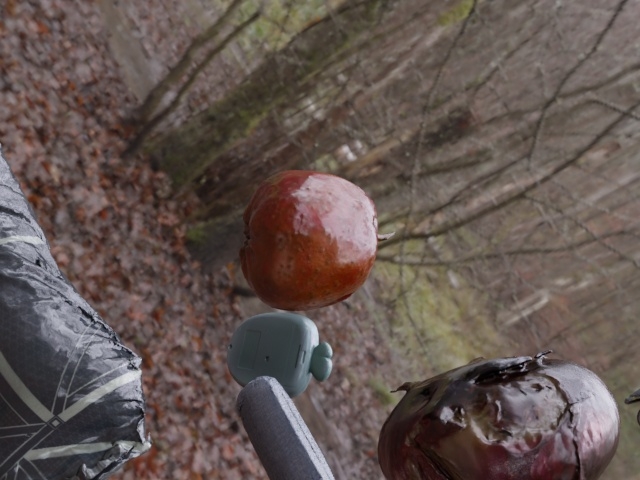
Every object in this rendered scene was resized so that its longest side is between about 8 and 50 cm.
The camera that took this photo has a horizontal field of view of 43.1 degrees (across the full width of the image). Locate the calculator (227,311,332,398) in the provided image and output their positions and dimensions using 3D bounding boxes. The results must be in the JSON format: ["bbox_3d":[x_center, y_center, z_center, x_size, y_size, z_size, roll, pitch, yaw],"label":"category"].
[{"bbox_3d":[-0.094,0.247,1.758,0.041,0.298,0.186,26,73,-46],"label":"calculator"}]

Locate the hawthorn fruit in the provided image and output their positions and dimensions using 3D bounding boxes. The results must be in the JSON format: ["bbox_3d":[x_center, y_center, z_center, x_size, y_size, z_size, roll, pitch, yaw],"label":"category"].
[{"bbox_3d":[0.000,0.000,1.012,0.179,0.200,0.179,-176,-90,-70],"label":"hawthorn fruit"}]

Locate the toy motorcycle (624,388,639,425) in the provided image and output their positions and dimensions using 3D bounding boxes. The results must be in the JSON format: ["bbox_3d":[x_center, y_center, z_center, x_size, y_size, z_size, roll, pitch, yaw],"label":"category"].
[{"bbox_3d":[0.677,0.280,1.545,0.124,0.193,0.061,66,10,24],"label":"toy motorcycle"}]

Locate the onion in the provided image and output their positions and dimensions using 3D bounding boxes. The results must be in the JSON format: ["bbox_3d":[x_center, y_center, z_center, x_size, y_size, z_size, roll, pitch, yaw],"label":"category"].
[{"bbox_3d":[0.232,0.264,1.030,0.314,0.314,0.232,21,49,-77],"label":"onion"}]

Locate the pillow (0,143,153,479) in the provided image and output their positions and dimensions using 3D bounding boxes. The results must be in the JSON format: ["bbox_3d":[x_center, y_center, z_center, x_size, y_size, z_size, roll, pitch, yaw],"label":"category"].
[{"bbox_3d":[-0.243,0.058,0.589,0.335,0.161,0.092,51,6,28],"label":"pillow"}]

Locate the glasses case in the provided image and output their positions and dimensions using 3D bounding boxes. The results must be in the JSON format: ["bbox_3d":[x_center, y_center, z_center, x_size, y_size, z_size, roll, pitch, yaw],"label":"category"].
[{"bbox_3d":[-0.067,0.382,1.503,0.067,0.109,0.282,6,44,-55],"label":"glasses case"}]
